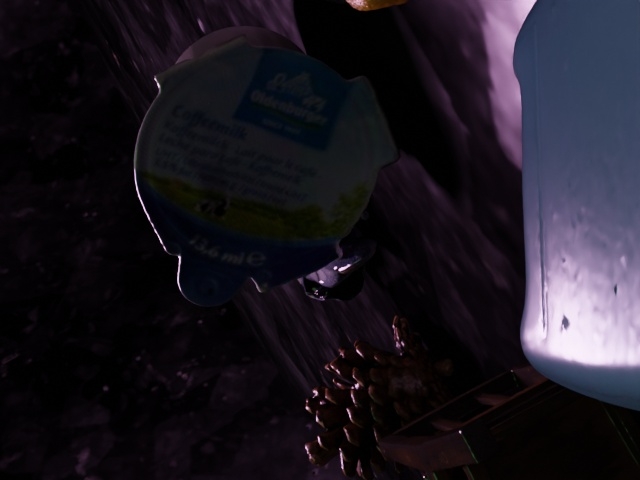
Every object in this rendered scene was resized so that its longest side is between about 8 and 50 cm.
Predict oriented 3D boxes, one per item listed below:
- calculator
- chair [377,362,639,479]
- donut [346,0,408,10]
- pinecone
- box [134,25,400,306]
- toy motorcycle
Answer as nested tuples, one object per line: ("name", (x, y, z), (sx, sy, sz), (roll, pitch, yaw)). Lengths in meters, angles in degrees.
("calculator", (0.166, -0.053, 0.522), (0.386, 0.055, 0.256), (144, 127, -72))
("chair", (0.204, 0.234, 1.041), (0.240, 0.203, 0.416), (61, 171, 7))
("donut", (0.031, -0.234, 0.992), (0.108, 0.043, 0.097), (63, 169, 6))
("pinecone", (0.073, 0.212, 1.553), (0.168, 0.212, 0.185), (73, 173, -49))
("box", (-0.077, -0.096, 1.318), (0.206, 0.262, 0.291), (-107, 35, -62))
("toy motorcycle", (0.000, 0.000, 1.628), (0.173, 0.108, 0.307), (50, 168, 5))
